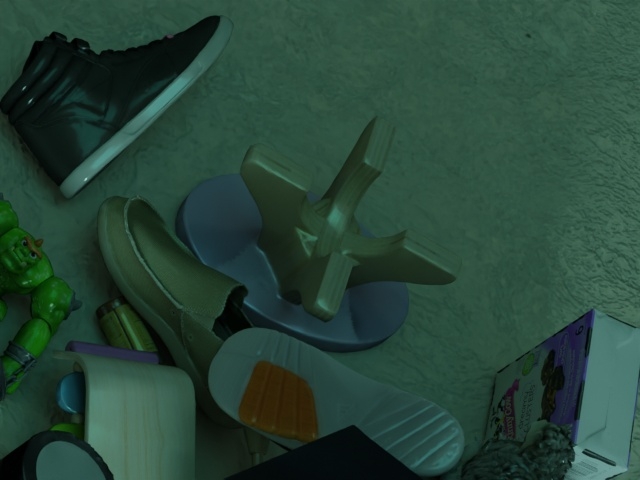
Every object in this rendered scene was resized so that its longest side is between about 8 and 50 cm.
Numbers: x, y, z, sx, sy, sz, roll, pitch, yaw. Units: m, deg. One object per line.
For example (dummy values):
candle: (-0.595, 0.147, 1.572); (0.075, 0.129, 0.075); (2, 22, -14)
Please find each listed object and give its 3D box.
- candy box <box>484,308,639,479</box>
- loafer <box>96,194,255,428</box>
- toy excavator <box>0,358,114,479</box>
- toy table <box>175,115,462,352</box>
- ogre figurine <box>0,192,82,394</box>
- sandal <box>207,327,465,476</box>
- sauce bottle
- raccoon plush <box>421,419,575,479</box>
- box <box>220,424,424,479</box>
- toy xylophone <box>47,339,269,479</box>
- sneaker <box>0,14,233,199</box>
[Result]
candy box: (0.252, 0.189, 1.675); (0.070, 0.196, 0.164); (25, 56, -16)
loafer: (-0.125, 0.059, 1.592); (0.268, 0.092, 0.102); (56, 23, 0)
toy excavator: (-0.310, 0.339, 1.192); (0.433, 0.222, 0.445); (49, 29, -16)
toy table: (0.000, 0.000, 1.664); (0.274, 0.161, 0.252); (18, 58, -20)
ogre figurine: (-0.318, 0.036, 1.521); (0.118, 0.097, 0.197); (-36, 69, -19)
sandal: (0.011, 0.172, 1.486); (0.265, 0.076, 0.102); (22, 61, 23)
sauce bottle: (-0.182, 0.119, 1.578); (0.042, 0.042, 0.128); (-18, 76, -34)
raccoon plush: (0.254, 0.321, 1.544); (0.447, 0.299, 0.216); (17, 58, -20)
box: (0.040, 0.367, 1.331); (0.294, 0.296, 0.183); (35, 34, 31)
toy xylophone: (-0.161, 0.253, 1.466); (0.236, 0.081, 0.322); (21, 63, -31)
sneaker: (-0.218, -0.188, 1.677); (0.147, 0.104, 0.295); (46, 57, -6)
